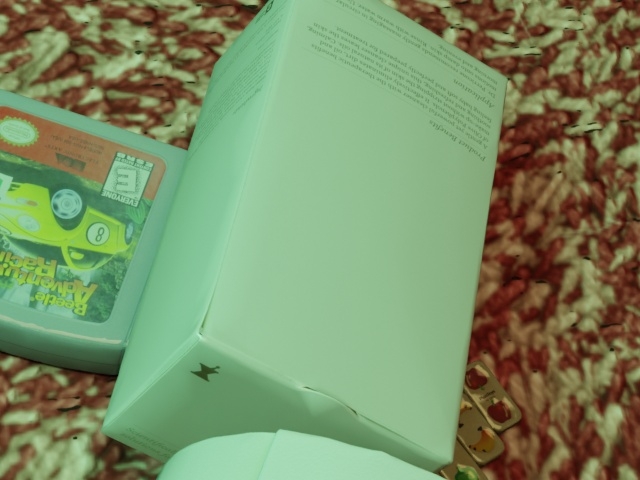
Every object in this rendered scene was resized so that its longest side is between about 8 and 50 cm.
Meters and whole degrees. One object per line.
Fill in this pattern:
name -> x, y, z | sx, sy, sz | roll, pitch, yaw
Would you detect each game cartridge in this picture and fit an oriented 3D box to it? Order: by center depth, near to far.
game cartridge -> -0.205, -0.007, 1.269 | 0.294, 0.060, 0.196 | 18, 60, -3

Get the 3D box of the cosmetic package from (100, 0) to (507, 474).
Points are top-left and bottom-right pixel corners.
cosmetic package -> 0.000, 0.000, 1.204 | 0.197, 0.155, 0.365 | 30, 48, -17

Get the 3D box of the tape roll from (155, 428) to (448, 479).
tape roll -> 0.012, 0.234, 1.031 | 0.286, 0.286, 0.100 | 23, 56, 1

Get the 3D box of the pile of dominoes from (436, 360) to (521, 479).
pile of dominoes -> 0.032, 0.144, 1.240 | 0.196, 0.040, 0.251 | 31, 57, 6
